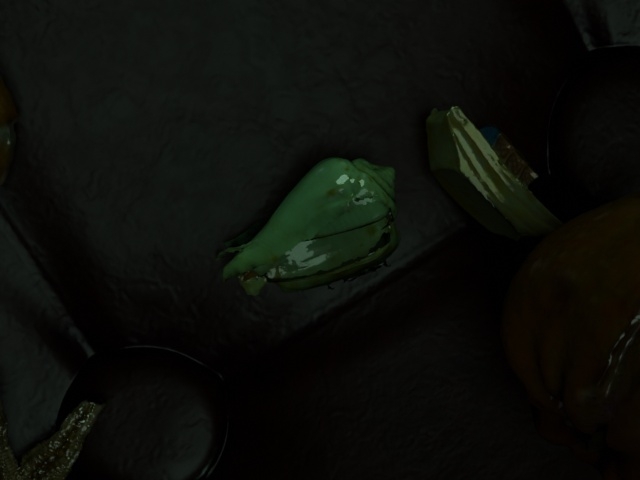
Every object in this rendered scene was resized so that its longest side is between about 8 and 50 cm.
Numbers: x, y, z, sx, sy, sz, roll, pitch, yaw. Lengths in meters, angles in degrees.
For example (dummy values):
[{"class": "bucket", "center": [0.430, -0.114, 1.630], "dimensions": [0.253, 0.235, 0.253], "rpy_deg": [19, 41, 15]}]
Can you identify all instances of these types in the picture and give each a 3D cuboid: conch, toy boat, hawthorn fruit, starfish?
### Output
[{"class": "conch", "center": [0.000, 0.000, 0.920], "dimensions": [0.170, 0.079, 0.106], "rpy_deg": [-36, 101, 14]}, {"class": "toy boat", "center": [0.154, -0.049, 0.944], "dimensions": [0.172, 0.065, 0.066], "rpy_deg": [44, 72, -20]}, {"class": "hawthorn fruit", "center": [0.308, 0.070, 0.899], "dimensions": [0.298, 0.277, 0.277], "rpy_deg": [-37, 107, -14]}, {"class": "starfish", "center": [-0.259, 0.222, 0.924], "dimensions": [0.213, 0.057, 0.238], "rpy_deg": [6, 97, -5]}]

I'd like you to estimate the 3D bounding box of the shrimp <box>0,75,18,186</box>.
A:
[{"class": "shrimp", "center": [-0.365, -0.029, 0.842], "dimensions": [0.317, 0.062, 0.164], "rpy_deg": [-42, 110, -3]}]
